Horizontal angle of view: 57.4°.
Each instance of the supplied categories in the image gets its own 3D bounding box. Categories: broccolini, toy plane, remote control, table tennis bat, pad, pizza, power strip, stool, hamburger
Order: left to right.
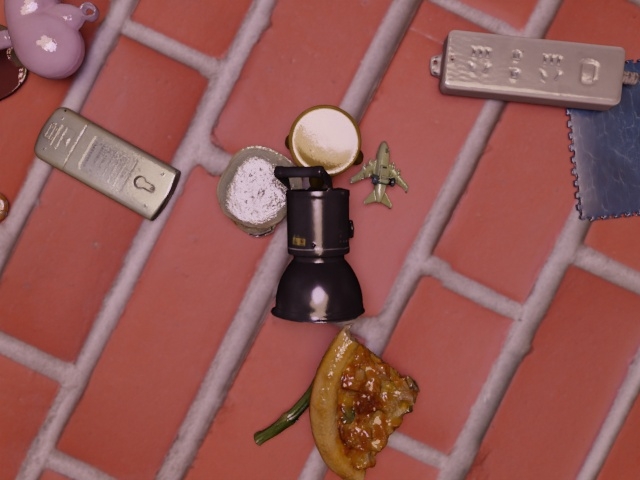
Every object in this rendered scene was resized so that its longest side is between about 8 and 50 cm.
[{"bbox_3d":[-0.530,-0.311,0.981,0.234,0.022,0.131,-25,89,1],"label":"table tennis bat"},{"bbox_3d":[-0.353,-0.128,0.971,0.234,0.038,0.098,29,90,-1],"label":"remote control"},{"bbox_3d":[-0.102,-0.082,0.960,0.133,0.062,0.140,34,88,-3],"label":"hamburger"},{"bbox_3d":[-0.020,0.256,0.972,0.239,0.051,0.054,-45,46,5],"label":"broccolini"},{"bbox_3d":[0.007,-0.151,0.935,0.134,0.110,0.135,13,89,-1],"label":"stool"},{"bbox_3d":[0.077,0.266,0.933,0.197,0.058,0.292,-6,107,-20],"label":"pizza"},{"bbox_3d":[0.102,-0.110,0.971,0.102,0.040,0.111,7,92,-19],"label":"toy plane"},{"bbox_3d":[0.351,-0.275,0.955,0.338,0.058,0.098,7,88,2],"label":"power strip"},{"bbox_3d":[0.550,-0.175,0.985,0.269,0.012,0.269,-8,90,0],"label":"pad"}]

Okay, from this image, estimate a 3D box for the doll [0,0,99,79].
[{"bbox_3d":[-0.523,-0.311,0.926,0.365,0.094,0.160,-14,88,4],"label":"doll"}]

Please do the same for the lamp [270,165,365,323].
[{"bbox_3d":[0.000,0.000,0.911,0.147,0.172,0.227,3,96,25],"label":"lamp"}]

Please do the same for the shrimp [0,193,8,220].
[{"bbox_3d":[-0.575,-0.044,0.979,0.108,0.023,0.059,-23,98,0],"label":"shrimp"}]
